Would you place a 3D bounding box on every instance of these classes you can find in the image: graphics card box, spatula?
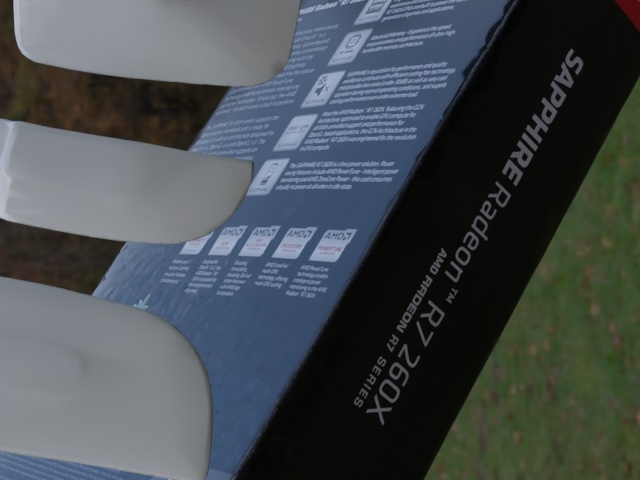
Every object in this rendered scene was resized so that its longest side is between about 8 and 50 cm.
[{"bbox_3d":[0.000,0.000,0.694,0.233,0.094,0.371,0,53,54],"label":"graphics card box"},{"bbox_3d":[-0.135,-0.035,0.394,0.019,0.242,0.168,112,169,-79],"label":"spatula"}]
